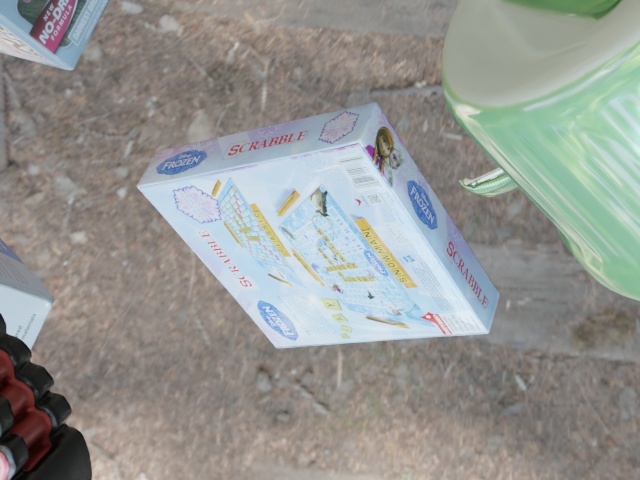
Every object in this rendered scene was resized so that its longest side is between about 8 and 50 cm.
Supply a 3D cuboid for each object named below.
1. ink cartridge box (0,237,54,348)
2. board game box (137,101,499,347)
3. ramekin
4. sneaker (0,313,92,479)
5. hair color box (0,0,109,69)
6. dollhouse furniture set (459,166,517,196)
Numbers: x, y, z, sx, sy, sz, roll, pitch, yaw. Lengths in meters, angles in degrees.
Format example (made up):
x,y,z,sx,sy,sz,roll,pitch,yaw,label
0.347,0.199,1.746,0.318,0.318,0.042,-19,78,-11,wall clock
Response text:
x,y,z,sx,sy,sz,roll,pitch,yaw,label
-0.455,0.030,1.066,0.307,0.223,0.129,24,94,-36,ink cartridge box
0.000,0.000,1.260,0.317,0.066,0.319,-7,134,35,board game box
0.206,-0.130,0.579,0.148,0.303,0.303,37,116,-21,ramekin
-0.256,0.055,0.612,0.136,0.116,0.314,-23,94,10,sneaker
-0.330,-0.283,0.936,0.374,0.113,0.185,18,78,34,hair color box
0.186,-0.049,0.805,0.151,0.076,0.059,-25,86,18,dollhouse furniture set
